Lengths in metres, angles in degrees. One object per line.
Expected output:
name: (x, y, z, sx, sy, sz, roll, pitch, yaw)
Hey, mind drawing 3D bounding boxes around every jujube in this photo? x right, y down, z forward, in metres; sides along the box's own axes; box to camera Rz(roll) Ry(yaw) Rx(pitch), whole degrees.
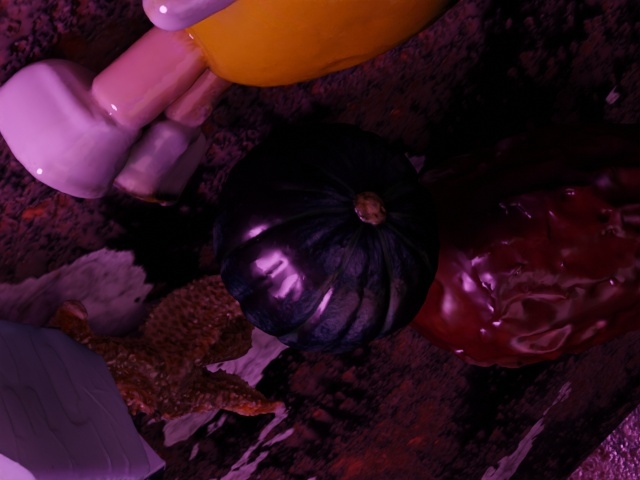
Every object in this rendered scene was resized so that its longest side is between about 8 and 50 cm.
jujube: (0.239, 0.003, 1.549, 0.377, 0.258, 0.258, -25, 148, -36)

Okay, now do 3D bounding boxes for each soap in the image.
soap: (-0.235, 0.126, 1.104, 0.091, 0.145, 0.230, -35, 161, 17)

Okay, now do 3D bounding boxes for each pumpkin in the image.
pumpkin: (0.005, -0.004, 1.255, 0.150, 0.194, 0.194, -18, 172, 34)

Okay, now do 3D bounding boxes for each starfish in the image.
starfish: (-0.124, 0.119, 1.359, 0.293, 0.084, 0.301, -21, 141, -38)

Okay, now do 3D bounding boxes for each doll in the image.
doll: (-0.016, -0.165, 1.010, 0.423, 0.161, 0.348, -38, 176, -12)

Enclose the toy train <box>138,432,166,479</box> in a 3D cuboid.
toy train: (-0.194, 0.272, 1.522, 0.052, 0.051, 0.234, -30, 154, -30)
